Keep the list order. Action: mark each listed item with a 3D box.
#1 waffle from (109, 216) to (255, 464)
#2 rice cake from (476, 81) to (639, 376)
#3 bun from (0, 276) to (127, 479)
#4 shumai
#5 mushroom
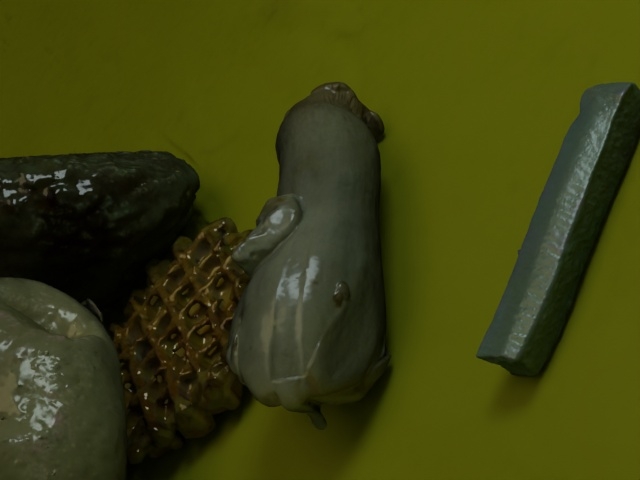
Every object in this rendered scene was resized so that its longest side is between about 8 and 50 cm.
[{"bbox_3d":[-0.090,0.064,1.168,0.191,0.038,0.191,-35,36,30],"label":"waffle"},{"bbox_3d":[0.132,-0.009,0.939,0.042,0.030,0.180,2,62,49],"label":"rice cake"},{"bbox_3d":[-0.234,0.153,1.125,0.273,0.168,0.273,-31,53,54],"label":"bun"},{"bbox_3d":[-0.212,0.033,1.283,0.271,0.222,0.204,-5,92,42],"label":"shumai"},{"bbox_3d":[0.000,-0.001,1.064,0.099,0.096,0.278,4,48,3],"label":"mushroom"}]
